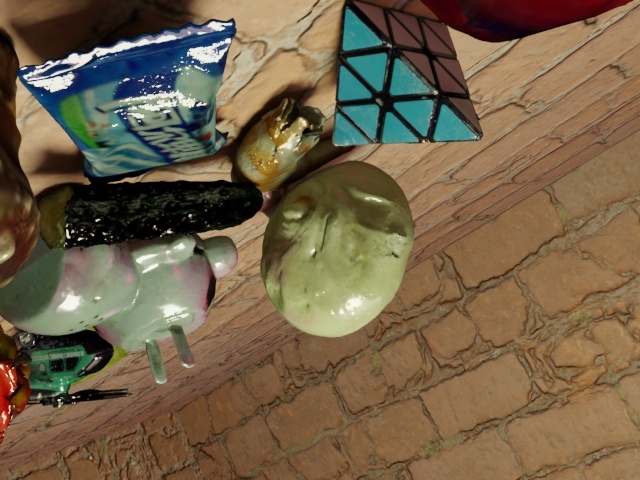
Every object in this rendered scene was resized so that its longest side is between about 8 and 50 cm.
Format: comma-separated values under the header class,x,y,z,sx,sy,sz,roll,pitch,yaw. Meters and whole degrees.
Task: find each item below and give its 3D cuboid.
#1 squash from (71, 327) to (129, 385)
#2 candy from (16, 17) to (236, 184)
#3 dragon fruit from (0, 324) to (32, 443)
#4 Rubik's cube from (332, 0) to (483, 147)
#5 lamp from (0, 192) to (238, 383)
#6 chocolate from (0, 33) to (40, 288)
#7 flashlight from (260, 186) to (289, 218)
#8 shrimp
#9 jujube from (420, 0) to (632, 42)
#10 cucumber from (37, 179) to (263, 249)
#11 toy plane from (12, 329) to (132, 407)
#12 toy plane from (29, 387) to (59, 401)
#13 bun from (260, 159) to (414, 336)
class,x,y,z,sx,sy,sz,roll,pitch,yaw
squash,-0.490,0.242,1.472,0.252,0.093,0.169,-13,159,-43
candy,-0.173,-0.128,0.708,0.187,0.077,0.331,-20,171,-13
dragon fruit,-0.535,0.222,1.027,0.228,0.243,0.307,-66,158,-1
Rubik's cube,0.083,-0.234,0.830,0.211,0.190,0.178,0,148,36
lamp,-0.266,0.070,0.954,0.247,0.247,0.301,-34,157,21
chocolate,-0.363,-0.015,0.506,0.340,0.210,0.225,-23,168,-13
flashlight,-0.079,-0.063,1.188,0.093,0.047,0.200,-32,165,6
shrimp,-0.036,-0.120,1.016,0.185,0.068,0.287,-29,168,21
jujube,0.164,-0.290,0.431,0.258,0.258,0.377,-19,158,-27
cucumber,-0.194,-0.038,0.866,0.081,0.072,0.303,-7,-179,41
toy plane,-0.517,0.235,1.278,0.381,0.155,0.106,-10,178,11
toy plane,-0.572,0.275,1.206,0.246,0.169,0.078,-4,-174,11
bun,0.000,0.000,1.073,0.179,0.283,0.283,27,133,-34
